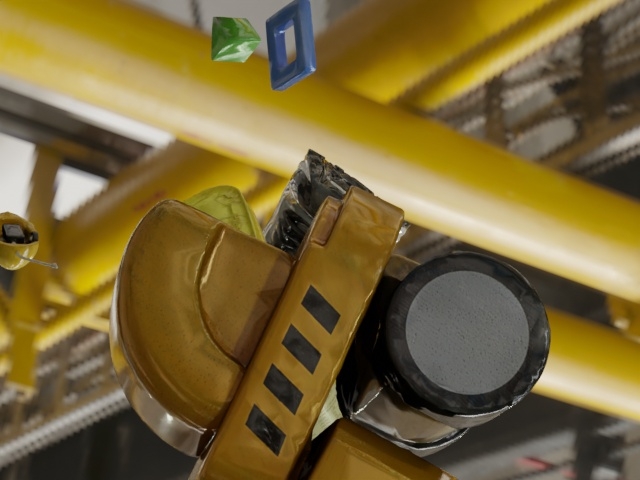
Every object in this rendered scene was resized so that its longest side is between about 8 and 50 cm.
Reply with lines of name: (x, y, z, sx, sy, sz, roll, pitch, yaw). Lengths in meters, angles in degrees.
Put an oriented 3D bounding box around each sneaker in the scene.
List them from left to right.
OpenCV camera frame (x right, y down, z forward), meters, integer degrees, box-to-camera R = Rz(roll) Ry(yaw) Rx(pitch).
sneaker: (0.000, 0.000, 1.426, 0.108, 0.100, 0.271, -51, 178, -8)

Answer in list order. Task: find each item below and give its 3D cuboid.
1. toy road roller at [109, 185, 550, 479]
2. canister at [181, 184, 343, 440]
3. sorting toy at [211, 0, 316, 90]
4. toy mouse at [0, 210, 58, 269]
toy road roller: (-0.037, 0.121, 1.016, 0.329, 0.240, 0.202, -64, -179, -16)
canister: (-0.044, 0.062, 1.208, 0.073, 0.170, 0.126, -27, -149, 3)
sorting toy: (-0.052, -0.298, 1.427, 0.196, 0.047, 0.348, 6, -85, 61)
toy mouse: (-0.296, -0.002, 1.359, 0.161, 0.143, 0.031, -131, -133, -56)
